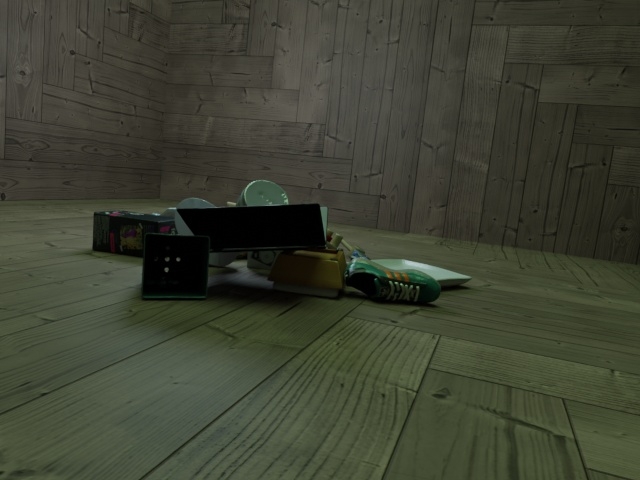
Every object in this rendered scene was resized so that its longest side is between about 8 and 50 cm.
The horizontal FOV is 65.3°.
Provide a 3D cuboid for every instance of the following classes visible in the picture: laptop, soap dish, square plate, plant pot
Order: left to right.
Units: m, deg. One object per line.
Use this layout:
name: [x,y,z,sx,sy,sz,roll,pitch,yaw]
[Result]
plant pot: [-0.416,0.063,1.395,0.165,0.166,0.234,3,1,-23]
laptop: [-0.176,-0.093,1.526,0.381,0.236,0.408,-1,31,4]
soap dish: [-0.029,0.090,1.620,0.228,0.118,0.291,7,7,6]
square plate: [0.332,0.128,1.890,0.344,0.049,0.347,-1,10,-41]

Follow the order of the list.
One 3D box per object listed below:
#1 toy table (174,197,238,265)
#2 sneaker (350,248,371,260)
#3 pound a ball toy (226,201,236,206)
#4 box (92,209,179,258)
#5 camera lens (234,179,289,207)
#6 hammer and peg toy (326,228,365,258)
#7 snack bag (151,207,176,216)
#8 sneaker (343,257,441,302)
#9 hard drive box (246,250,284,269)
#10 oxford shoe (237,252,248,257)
toy table: [-0.417,-0.026,1.831,0.252,0.274,0.161,-29,4,-11]
sneaker: [0.177,0.092,2.055,0.053,0.059,0.144,35,3,-45]
pound a ball toy: [-0.420,-0.077,2.373,0.319,0.136,0.208,3,44,-26]
box: [-0.686,-0.026,1.867,0.270,0.144,0.165,8,8,10]
camera lens: [-0.271,-0.103,2.169,0.219,0.220,0.274,3,-31,-23]
hammer and peg toy: [0.000,0.000,2.193,0.361,0.127,0.266,32,0,-15]
snack bag: [-0.687,-0.114,2.487,0.323,0.037,0.342,-1,-13,-40]
sneaker: [0.215,0.145,1.532,0.302,0.108,0.121,13,28,10]
hard drive box: [-0.144,0.017,1.842,0.232,0.181,0.089,6,8,3]
oxford shoe: [-0.296,0.023,2.022,0.396,0.140,0.147,13,47,-15]
